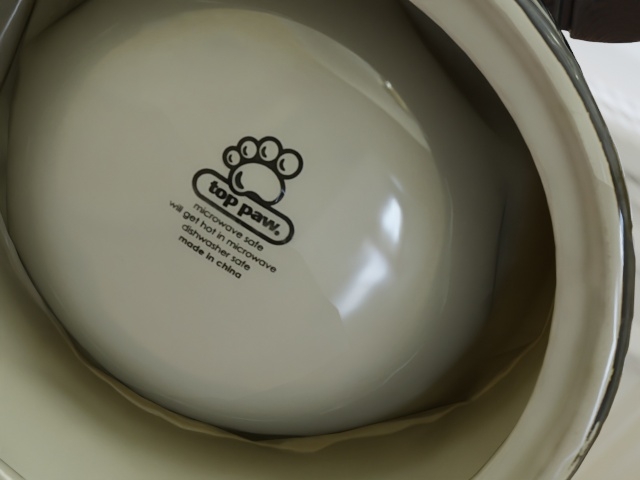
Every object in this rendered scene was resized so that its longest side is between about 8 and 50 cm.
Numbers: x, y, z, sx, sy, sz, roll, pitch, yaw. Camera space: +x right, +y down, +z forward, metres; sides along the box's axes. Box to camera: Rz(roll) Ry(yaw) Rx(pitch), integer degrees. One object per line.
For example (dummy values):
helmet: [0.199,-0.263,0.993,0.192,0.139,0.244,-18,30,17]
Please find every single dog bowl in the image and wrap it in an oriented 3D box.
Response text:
dog bowl: [-0.042,-0.016,0.913,0.408,0.408,0.150,40,27,-3]

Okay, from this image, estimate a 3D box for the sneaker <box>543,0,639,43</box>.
sneaker: [0.262,-0.261,1.244,0.447,0.169,0.257,16,43,16]
